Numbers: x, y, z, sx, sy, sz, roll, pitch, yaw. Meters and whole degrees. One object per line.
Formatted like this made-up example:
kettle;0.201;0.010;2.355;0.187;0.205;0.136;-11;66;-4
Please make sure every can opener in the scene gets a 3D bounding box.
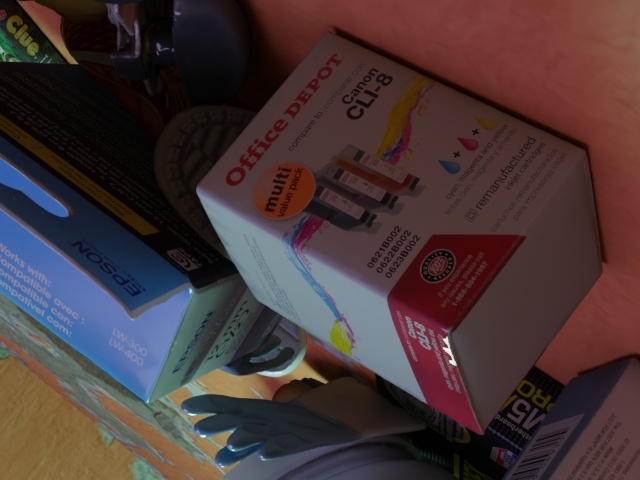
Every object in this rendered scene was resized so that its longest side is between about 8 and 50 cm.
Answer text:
can opener;-0.098;-0.172;0.838;0.093;0.074;0.280;0;156;7

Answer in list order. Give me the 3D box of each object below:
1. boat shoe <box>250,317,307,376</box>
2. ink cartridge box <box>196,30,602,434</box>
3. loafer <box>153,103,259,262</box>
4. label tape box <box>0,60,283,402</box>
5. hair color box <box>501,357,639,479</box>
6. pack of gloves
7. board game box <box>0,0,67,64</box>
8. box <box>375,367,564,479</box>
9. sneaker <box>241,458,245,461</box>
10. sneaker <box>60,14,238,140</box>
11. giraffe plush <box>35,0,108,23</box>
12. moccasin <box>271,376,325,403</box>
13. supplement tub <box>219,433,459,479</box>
boat shoe;-0.091;0.038;1.343;0.226;0.083;0.076;45;178;20
ink cartridge box;0.046;-0.006;0.831;0.176;0.128;0.127;28;160;29
loafer;0.000;0.000;0.974;0.251;0.094;0.087;33;171;-12
label tape box;-0.166;-0.012;1.015;0.249;0.115;0.347;35;-163;11
hair color box;0.275;0.267;0.961;0.374;0.185;0.113;39;162;-1
pack of gloves;-0.061;0.116;1.097;0.195;0.046;0.232;28;-167;30
board game box;-0.257;-0.153;1.256;0.136;0.030;0.260;22;157;49
box;0.148;0.169;1.186;0.216;0.060;0.270;33;162;17
sneaker;-0.034;0.250;1.709;0.135;0.097;0.276;41;161;-8
sneaker;-0.107;-0.104;1.044;0.175;0.064;0.067;47;-178;-10
giraffe plush;-0.240;-0.179;0.906;0.181;0.170;0.210;29;161;29
moccasin;0.050;0.270;1.375;0.139;0.147;0.380;32;-166;-50
supplement tub;0.056;0.313;1.113;0.325;0.235;0.235;55;174;34
